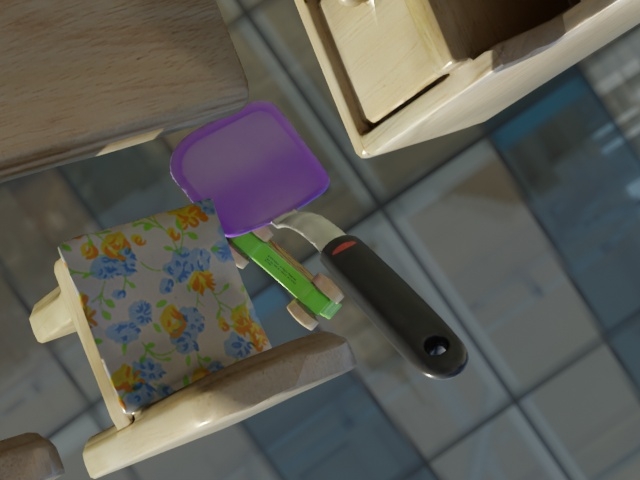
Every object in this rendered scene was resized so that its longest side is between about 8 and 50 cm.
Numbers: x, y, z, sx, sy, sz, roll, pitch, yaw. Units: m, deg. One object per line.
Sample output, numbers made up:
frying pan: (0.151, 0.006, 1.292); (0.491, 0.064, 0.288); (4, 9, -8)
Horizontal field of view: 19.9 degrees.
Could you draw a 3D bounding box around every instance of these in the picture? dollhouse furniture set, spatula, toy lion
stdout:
dollhouse furniture set: (-0.036, -0.067, 0.422); (0.242, 0.212, 0.161); (-19, 174, -30)
spatula: (0.000, 0.000, 1.055); (0.084, 0.030, 0.296); (-27, -143, -14)
toy lion: (-0.025, 0.017, 1.212); (0.034, 0.100, 0.096); (-48, -167, 3)
